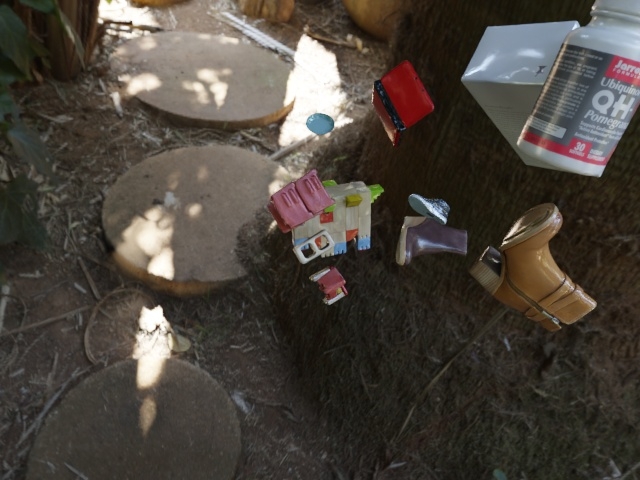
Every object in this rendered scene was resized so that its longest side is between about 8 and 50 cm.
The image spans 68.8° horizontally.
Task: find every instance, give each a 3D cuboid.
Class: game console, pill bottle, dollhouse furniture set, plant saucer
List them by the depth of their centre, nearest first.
[{"bbox_3d":[0.532,-0.302,0.907,0.176,0.319,0.176,13,26,-6],"label":"pill bottle"},{"bbox_3d":[0.186,-0.311,1.077,0.085,0.124,0.144,-21,72,-4],"label":"game console"},{"bbox_3d":[0.000,0.000,1.378,0.152,0.201,0.374,-31,94,-9],"label":"dollhouse furniture set"},{"bbox_3d":[-0.001,-0.469,1.901,0.119,0.021,0.119,2,59,-3],"label":"plant saucer"}]

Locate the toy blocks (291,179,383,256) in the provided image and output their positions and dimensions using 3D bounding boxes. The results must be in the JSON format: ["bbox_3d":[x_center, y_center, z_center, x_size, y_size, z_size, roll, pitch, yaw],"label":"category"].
[{"bbox_3d":[0.033,-0.061,1.721,0.381,0.261,0.191,-10,32,-12],"label":"toy blocks"}]

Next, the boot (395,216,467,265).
[{"bbox_3d":[0.345,0.010,1.432,0.206,0.090,0.248,15,37,9],"label":"boot"}]

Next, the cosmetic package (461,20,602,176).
[{"bbox_3d":[0.588,-0.349,1.214,0.453,0.162,0.230,28,-2,-43],"label":"cosmetic package"}]

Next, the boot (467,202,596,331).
[{"bbox_3d":[0.442,0.067,0.915,0.220,0.283,0.109,39,55,10],"label":"boot"}]

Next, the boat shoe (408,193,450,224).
[{"bbox_3d":[0.422,-0.139,1.817,0.183,0.065,0.083,36,60,-16],"label":"boat shoe"}]
